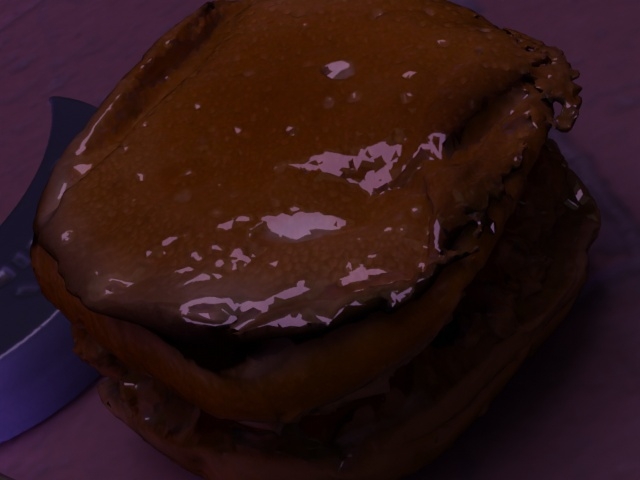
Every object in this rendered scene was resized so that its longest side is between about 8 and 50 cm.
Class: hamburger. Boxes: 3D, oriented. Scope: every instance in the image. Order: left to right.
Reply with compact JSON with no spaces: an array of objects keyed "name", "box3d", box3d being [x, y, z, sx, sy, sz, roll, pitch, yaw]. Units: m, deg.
[{"name":"hamburger","box3d":[0.000,0.000,0.792,0.244,0.163,0.244,-12,41,10]}]

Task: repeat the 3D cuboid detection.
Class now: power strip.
[{"name":"power strip","box3d":[-0.176,0.034,0.945,0.253,0.054,0.167,-46,41,-19]}]

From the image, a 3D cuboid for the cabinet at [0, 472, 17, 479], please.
[{"name":"cabinet","box3d":[-0.072,0.237,0.497,0.318,0.227,0.290,15,61,39]}]
